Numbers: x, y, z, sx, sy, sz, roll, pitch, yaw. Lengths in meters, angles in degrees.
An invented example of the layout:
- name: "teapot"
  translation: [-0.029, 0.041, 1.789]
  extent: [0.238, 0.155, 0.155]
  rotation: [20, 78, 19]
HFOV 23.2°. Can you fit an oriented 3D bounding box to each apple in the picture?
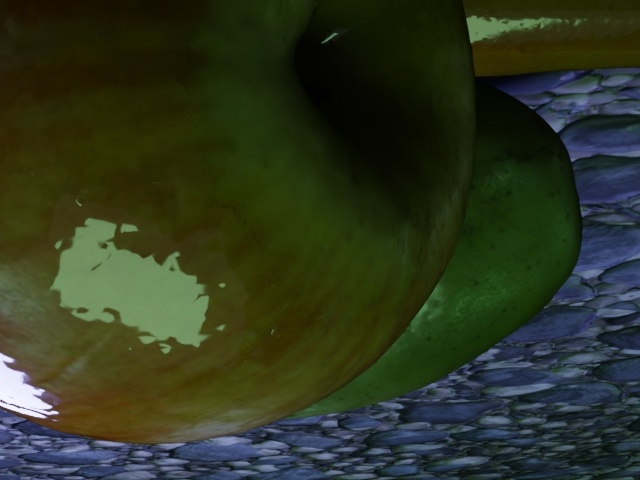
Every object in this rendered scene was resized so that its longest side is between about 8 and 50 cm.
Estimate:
- name: "apple"
  translation: [-0.074, -0.055, 0.637]
  extent: [0.233, 0.286, 0.286]
  rotation: [-9, 162, 37]

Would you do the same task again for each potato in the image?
- name: "potato"
  translation: [0.001, 0.003, 0.918]
  extent: [0.304, 0.216, 0.216]
  rotation: [-4, 162, 11]

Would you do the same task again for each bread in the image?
- name: "bread"
  translation: [0.135, -0.121, 0.774]
  extent: [0.239, 0.074, 0.092]
  rotation: [-2, 157, -6]
